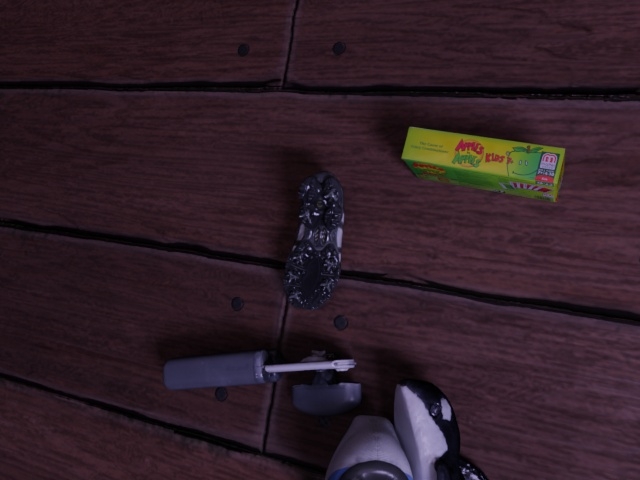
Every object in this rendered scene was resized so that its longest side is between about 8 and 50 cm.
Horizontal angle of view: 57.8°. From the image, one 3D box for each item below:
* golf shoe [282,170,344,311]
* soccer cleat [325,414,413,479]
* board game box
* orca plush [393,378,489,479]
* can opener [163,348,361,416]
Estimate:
[{"bbox_3d":[0.000,0.000,0.798,0.077,0.094,0.198,14,111,4],"label":"golf shoe"},{"bbox_3d":[0.048,0.368,0.700,0.115,0.143,0.332,10,108,0],"label":"soccer cleat"},{"bbox_3d":[0.201,-0.093,0.714,0.181,0.092,0.043,13,85,24],"label":"board game box"},{"bbox_3d":[0.160,0.300,0.660,0.102,0.151,0.287,-6,64,-13],"label":"orca plush"},{"bbox_3d":[-0.083,0.197,0.790,0.283,0.076,0.095,-10,77,22],"label":"can opener"}]
